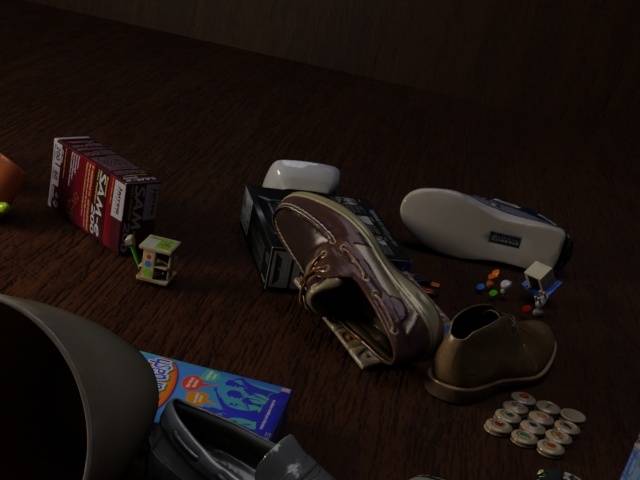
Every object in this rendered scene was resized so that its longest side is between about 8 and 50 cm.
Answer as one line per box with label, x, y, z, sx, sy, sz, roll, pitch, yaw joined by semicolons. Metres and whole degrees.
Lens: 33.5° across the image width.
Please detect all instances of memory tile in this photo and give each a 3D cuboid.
memory tile;0.298;0.251;1.464;0.113;0.012;0.148;21;21;23

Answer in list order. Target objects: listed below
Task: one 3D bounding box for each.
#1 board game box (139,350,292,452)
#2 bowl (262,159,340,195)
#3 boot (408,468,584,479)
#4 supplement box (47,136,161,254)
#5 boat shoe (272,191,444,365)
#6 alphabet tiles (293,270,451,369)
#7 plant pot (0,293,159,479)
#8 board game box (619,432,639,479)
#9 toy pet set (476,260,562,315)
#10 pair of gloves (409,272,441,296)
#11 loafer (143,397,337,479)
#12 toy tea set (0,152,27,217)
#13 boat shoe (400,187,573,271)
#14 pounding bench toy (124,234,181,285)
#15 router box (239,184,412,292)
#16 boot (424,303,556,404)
board game box;-0.153;0.207;1.281;0.210;0.047;0.160;13;20;5
bowl;-0.038;-0.090;2.046;0.142;0.142;0.053;6;53;-15
boot;0.211;0.303;1.174;0.236;0.085;0.178;23;20;13
supplement box;-0.372;-0.080;1.814;0.073;0.130;0.239;-8;27;-42
boat shoe;0.028;0.057;1.567;0.123;0.123;0.342;-20;57;-41
alphabet tiles;0.080;0.093;1.645;0.198;0.009;0.237;-12;47;-33
plant pot;-0.278;0.174;1.072;0.256;0.256;0.274;18;4;16
board game box;0.400;0.293;1.292;0.020;0.090;0.090;10;19;-16
toy pet set;0.363;0.093;1.894;0.114;0.065;0.122;-40;41;-20
pair of gloves;0.174;0.077;1.868;0.074;0.010;0.083;14;19;7
loafer;-0.042;0.260;1.103;0.319;0.111;0.112;18;21;18
toy tea set;-0.625;-0.124;1.829;0.200;0.124;0.336;41;-10;-21
boat shoe;0.317;-0.028;2.101;0.340;0.127;0.158;19;13;-3
pounding bench toy;-0.268;0.030;1.666;0.083;0.065;0.052;14;21;6
router box;0.000;0.000;1.875;0.243;0.081;0.309;6;21;-14
boot;0.273;0.149;1.581;0.112;0.115;0.305;23;22;34
